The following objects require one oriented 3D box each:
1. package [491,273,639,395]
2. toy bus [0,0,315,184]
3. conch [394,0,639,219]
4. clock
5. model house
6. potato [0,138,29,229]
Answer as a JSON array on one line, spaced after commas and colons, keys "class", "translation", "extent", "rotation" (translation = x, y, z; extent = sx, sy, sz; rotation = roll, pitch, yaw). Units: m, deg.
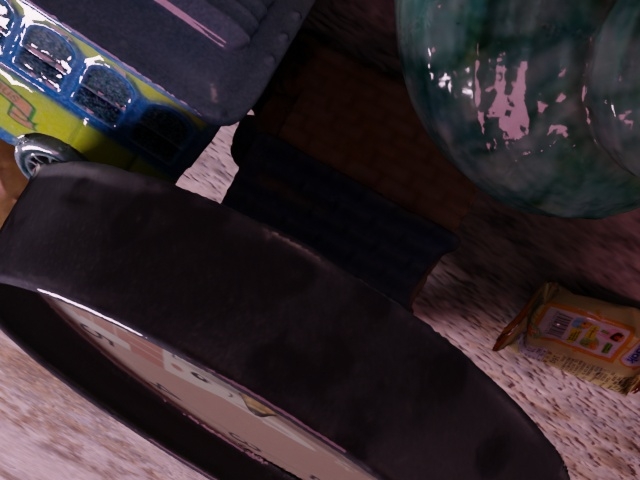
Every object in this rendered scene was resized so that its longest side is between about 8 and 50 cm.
[{"class": "package", "translation": [0.198, 0.072, 0.838], "extent": [0.121, 0.031, 0.108], "rotation": [19, 147, 2]}, {"class": "toy bus", "translation": [-0.178, -0.163, 0.660], "extent": [0.312, 0.152, 0.190], "rotation": [33, 147, -11]}, {"class": "conch", "translation": [0.135, -0.092, 0.558], "extent": [0.202, 0.134, 0.196], "rotation": [10, 145, 25]}, {"class": "clock", "translation": [-0.038, 0.098, 0.696], "extent": [0.386, 0.076, 0.386], "rotation": [28, 160, 11]}, {"class": "model house", "translation": [0.000, 0.000, 0.745], "extent": [0.166, 0.172, 0.183], "rotation": [25, 148, 0]}, {"class": "potato", "translation": [-0.324, -0.082, 0.886], "extent": [0.296, 0.141, 0.191], "rotation": [26, 145, 5]}]
